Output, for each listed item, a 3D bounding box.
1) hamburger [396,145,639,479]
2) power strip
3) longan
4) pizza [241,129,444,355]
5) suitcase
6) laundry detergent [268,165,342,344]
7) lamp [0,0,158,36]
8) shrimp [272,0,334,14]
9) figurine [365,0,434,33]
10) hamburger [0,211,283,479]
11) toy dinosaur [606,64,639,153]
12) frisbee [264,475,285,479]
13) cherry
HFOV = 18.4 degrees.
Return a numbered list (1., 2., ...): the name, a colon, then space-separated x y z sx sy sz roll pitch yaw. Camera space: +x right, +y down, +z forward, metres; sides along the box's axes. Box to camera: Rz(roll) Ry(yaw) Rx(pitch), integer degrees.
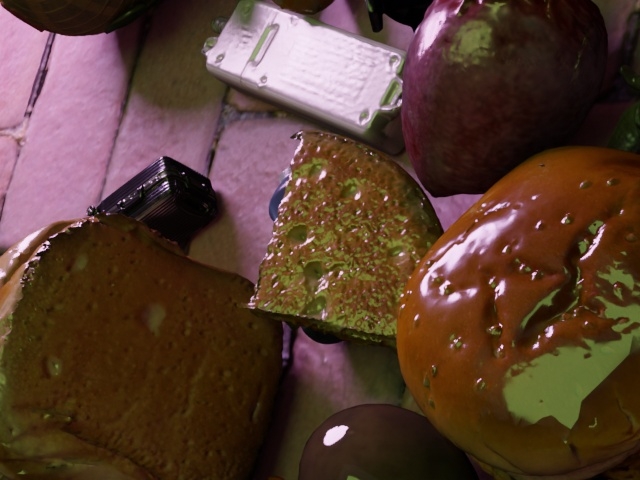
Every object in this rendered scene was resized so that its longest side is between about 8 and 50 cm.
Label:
1. hamburger: 0.208 0.063 1.617 0.290 0.170 0.314 -48 43 -5
2. power strip: -0.009 -0.176 2.026 0.338 0.058 0.098 26 88 46
3. longan: 0.058 0.231 1.675 0.189 0.189 0.189 -21 56 34
4. pizza: 0.022 0.021 1.813 0.197 0.058 0.292 -36 56 3
5. suitcase: -0.175 -0.031 2.080 0.126 0.086 0.059 -35 51 24
6. laundry detergent: 0.001 0.000 1.923 0.097 0.061 0.206 -42 45 24
7. lamp: -0.263 -0.366 2.246 0.250 0.250 0.284 -14 19 37
8. shrimp: -0.019 -0.325 2.071 0.051 0.115 0.217 -36 32 45
9. figurine: 0.086 -0.336 1.954 0.308 0.143 0.308 -17 60 33
10. hamburger: -0.190 0.130 1.858 0.174 0.304 0.284 -3 57 52
11. toy dinosaur: 0.328 -0.103 1.667 0.294 0.077 0.162 -10 83 55
12. frisbee: -0.038 0.308 1.772 0.192 0.035 0.192 -173 90 -72
13. cherry: 0.154 -0.141 1.777 0.192 0.175 0.249 -98 32 -61
